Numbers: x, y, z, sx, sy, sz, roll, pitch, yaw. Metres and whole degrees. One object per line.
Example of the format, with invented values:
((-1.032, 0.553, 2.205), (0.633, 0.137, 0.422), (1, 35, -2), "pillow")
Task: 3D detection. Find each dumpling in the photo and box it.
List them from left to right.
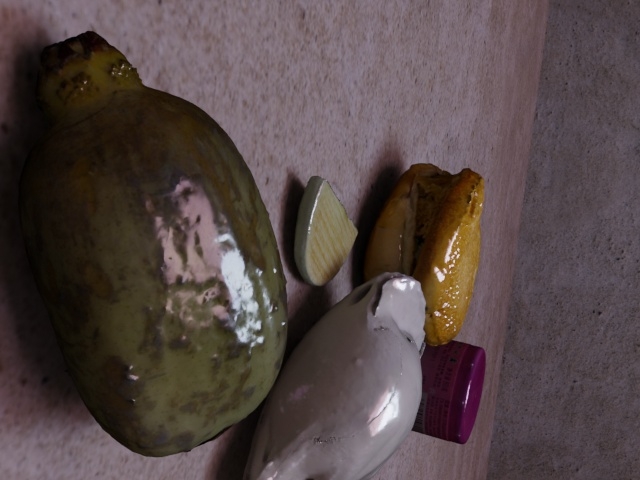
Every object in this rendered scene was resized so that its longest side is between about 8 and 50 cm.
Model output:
((0.042, 0.227, 0.825), (0.341, 0.181, 0.260), (-76, 155, -43), "dumpling")

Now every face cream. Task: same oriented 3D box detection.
((0.184, 0.256, 1.142), (0.175, 0.194, 0.175), (11, 90, -67), "face cream")

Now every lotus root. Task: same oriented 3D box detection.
((-0.118, 0.015, 0.444), (0.173, 0.173, 0.309), (-48, 133, -50), "lotus root")

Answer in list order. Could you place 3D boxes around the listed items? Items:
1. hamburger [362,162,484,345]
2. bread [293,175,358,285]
((0.184, 0.026, 1.082), (0.290, 0.170, 0.314), (-52, 145, -42), "hamburger")
((-0.002, 0.002, 0.826), (0.112, 0.036, 0.193), (-69, 158, -13), "bread")
